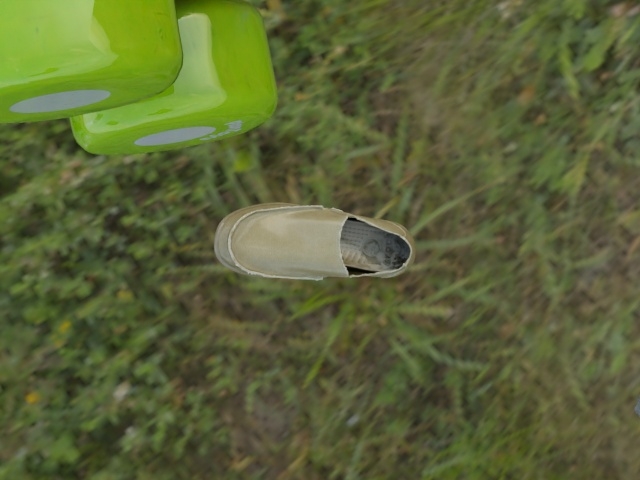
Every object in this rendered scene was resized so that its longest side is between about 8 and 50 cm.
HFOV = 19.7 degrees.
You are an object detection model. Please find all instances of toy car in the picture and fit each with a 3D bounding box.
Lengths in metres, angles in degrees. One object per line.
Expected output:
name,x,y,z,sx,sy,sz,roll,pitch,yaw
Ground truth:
toy car,0.009,-0.115,0.400,0.188,0.149,0.155,-11,85,13

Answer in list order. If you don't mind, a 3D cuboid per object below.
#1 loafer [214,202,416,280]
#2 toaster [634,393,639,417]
loafer,0.000,0.000,1.286,0.148,0.050,0.056,0,87,-15
toaster,0.302,0.135,1.178,0.146,0.227,0.129,-35,119,15
